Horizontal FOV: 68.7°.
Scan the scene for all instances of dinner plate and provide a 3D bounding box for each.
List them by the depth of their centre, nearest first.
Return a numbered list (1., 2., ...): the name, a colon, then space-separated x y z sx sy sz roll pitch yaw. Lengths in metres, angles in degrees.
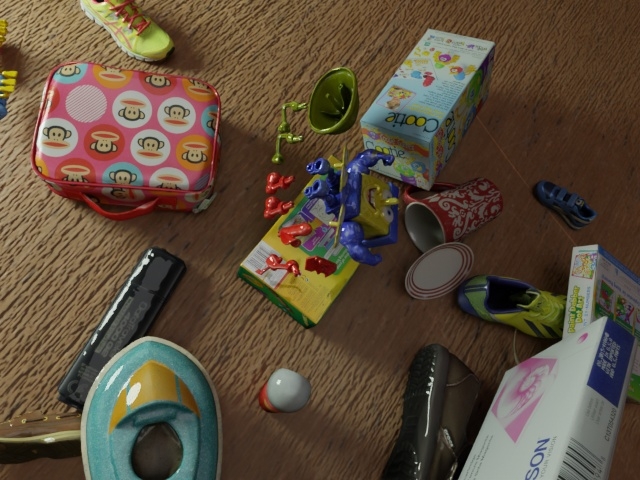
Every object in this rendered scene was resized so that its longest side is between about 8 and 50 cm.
1. dinner plate: 0.222 0.056 0.881 0.141 0.141 0.017 -10 42 -16

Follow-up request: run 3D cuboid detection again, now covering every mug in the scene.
1. mug: 0.259 -0.070 0.925 0.169 0.113 0.150 -25 84 -22

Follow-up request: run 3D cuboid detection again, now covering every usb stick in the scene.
1. usb stick: -0.315 0.136 0.758 0.077 0.045 0.278 29 68 -9

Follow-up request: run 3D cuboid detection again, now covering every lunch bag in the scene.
1. lunch bag: -0.320 -0.157 0.803 0.293 0.120 0.258 6 74 -12

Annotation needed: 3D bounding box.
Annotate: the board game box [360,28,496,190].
1. board game box: 0.215 -0.261 0.925 0.144 0.142 0.275 25 67 25

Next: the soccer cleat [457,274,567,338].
1. soccer cleat: 0.406 0.129 0.896 0.289 0.121 0.093 13 72 -11

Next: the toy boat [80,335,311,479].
1. toy boat: -0.175 0.255 0.687 0.318 0.148 0.267 -9 69 -24

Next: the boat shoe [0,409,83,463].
1. boat shoe: -0.429 0.286 0.690 0.178 0.064 0.060 3 37 -17

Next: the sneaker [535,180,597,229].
1. sneaker: 0.537 -0.085 1.021 0.144 0.059 0.053 38 72 0

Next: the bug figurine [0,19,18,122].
1. bug figurine: -0.640 -0.288 0.788 0.279 0.072 0.216 3 68 -8

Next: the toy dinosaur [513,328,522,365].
1. toy dinosaur: 0.415 0.280 0.899 0.211 0.064 0.112 39 54 -11

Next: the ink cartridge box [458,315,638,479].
1. ink cartridge box: 0.282 0.298 0.676 0.071 0.330 0.324 39 51 9

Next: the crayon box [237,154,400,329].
1. crayon box: 0.000 0.000 0.857 0.165 0.081 0.278 38 70 -1

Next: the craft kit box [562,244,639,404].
1. craft kit box: 0.568 0.169 0.916 0.250 0.061 0.246 28 66 -28

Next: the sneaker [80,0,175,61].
1. sneaker: -0.369 -0.421 0.878 0.209 0.094 0.081 34 68 -4

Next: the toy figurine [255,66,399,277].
1. toy figurine: 0.047 -0.080 0.802 0.217 0.191 0.362 25 58 -37

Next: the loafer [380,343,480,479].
1. loafer: 0.196 0.362 0.775 0.130 0.134 0.365 22 71 -7
